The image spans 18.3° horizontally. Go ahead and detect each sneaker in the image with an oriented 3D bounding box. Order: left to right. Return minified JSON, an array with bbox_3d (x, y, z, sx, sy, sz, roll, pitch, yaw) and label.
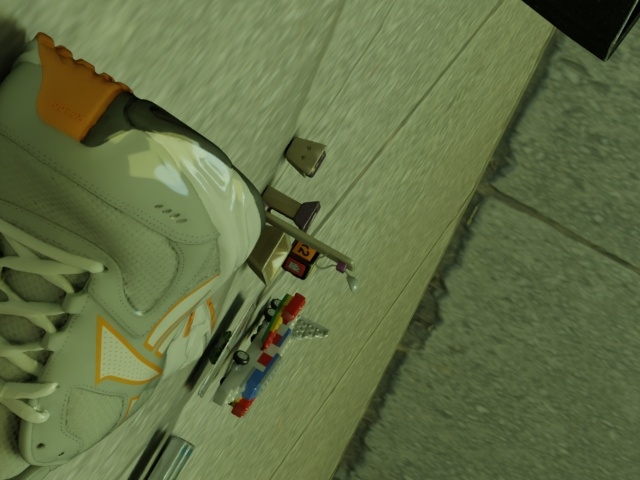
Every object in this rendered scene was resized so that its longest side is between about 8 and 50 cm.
[{"bbox_3d":[-0.095,0.028,0.718,0.121,0.099,0.262,-53,169,-21],"label":"sneaker"}]

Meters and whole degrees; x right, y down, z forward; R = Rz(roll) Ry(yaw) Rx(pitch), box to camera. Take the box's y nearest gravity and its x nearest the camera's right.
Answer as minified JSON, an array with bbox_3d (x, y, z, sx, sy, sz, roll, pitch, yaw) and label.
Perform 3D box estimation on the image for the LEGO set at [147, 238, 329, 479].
[{"bbox_3d":[-0.059,0.115,1.443,0.244,0.060,0.182,-60,176,-7],"label":"LEGO set"}]

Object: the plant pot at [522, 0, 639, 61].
[{"bbox_3d":[0.114,-0.220,0.884,0.188,0.167,0.187,-63,173,28],"label":"plant pot"}]

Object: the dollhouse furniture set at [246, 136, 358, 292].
[{"bbox_3d":[0.000,0.000,1.286,0.091,0.081,0.114,-59,173,-9],"label":"dollhouse furniture set"}]
